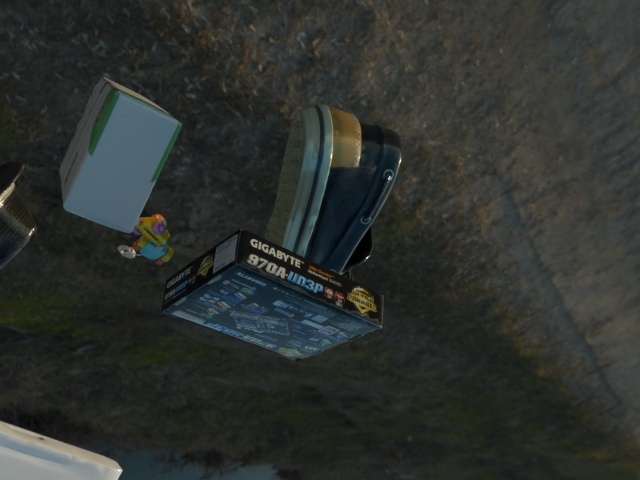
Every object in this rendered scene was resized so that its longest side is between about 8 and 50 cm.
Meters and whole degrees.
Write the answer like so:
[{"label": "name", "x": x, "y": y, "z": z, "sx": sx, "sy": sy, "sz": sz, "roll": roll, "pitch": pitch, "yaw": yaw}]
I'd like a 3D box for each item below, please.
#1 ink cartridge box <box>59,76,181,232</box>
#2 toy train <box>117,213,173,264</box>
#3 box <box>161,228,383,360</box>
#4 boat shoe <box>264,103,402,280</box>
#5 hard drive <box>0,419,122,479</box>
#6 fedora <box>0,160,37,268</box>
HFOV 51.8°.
[{"label": "ink cartridge box", "x": -0.278, "y": -0.124, "z": 0.891, "sx": 0.093, "sy": 0.219, "sz": 0.160, "roll": 24, "pitch": 98, "yaw": -27}, {"label": "toy train", "x": -0.298, "y": -0.023, "z": 1.069, "sx": 0.125, "sy": 0.046, "sz": 0.166, "roll": 15, "pitch": 150, "yaw": 10}, {"label": "box", "x": -0.059, "y": 0.079, "z": 0.822, "sx": 0.220, "sy": 0.051, "sz": 0.175, "roll": 26, "pitch": 143, "yaw": -30}, {"label": "boat shoe", "x": 0.000, "y": 0.000, "z": 1.028, "sx": 0.156, "sy": 0.186, "sz": 0.500, "roll": 2, "pitch": 142, "yaw": -14}, {"label": "hard drive", "x": -0.361, "y": 0.330, "z": 0.622, "sx": 0.210, "sy": 0.040, "sz": 0.318, "roll": 33, "pitch": 78, "yaw": -31}, {"label": "fedora", "x": -0.732, "y": -0.026, "z": 1.442, "sx": 0.334, "sy": 0.334, "sz": 0.152, "roll": -33, "pitch": 119, "yaw": 11}]
